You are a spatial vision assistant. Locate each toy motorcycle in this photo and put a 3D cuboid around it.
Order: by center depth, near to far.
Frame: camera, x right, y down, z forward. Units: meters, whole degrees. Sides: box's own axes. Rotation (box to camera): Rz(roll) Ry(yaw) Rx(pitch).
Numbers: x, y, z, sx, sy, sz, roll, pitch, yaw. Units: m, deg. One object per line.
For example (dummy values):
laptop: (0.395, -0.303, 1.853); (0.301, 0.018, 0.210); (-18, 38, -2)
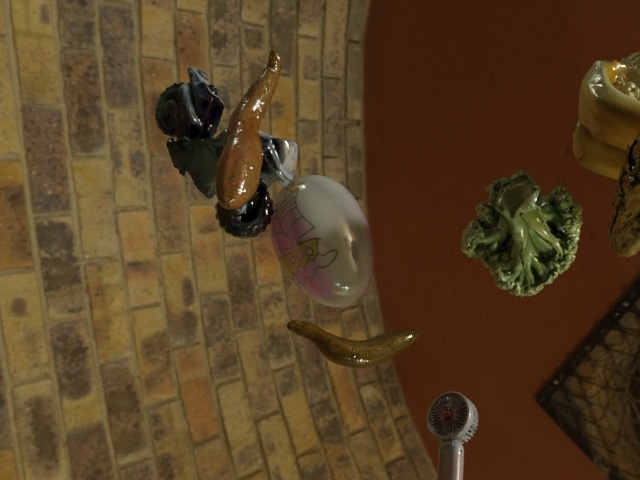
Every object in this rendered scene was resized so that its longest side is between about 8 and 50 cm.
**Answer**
toy motorcycle: (-0.130, -0.139, 0.699); (0.159, 0.106, 0.270); (-37, -105, 15)

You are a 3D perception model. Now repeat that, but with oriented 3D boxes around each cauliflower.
cauliflower: (0.457, -0.037, 1.168); (0.260, 0.281, 0.327); (-29, -137, 41)

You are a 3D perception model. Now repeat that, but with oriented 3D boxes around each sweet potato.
sweet potato: (-0.080, -0.125, 0.556); (0.050, 0.050, 0.214); (-29, -135, 52)
sweet potato: (0.083, 0.267, 1.240); (0.079, 0.346, 0.108); (107, -12, -55)

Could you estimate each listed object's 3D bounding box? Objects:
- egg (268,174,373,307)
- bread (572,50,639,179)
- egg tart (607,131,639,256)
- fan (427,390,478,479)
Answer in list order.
egg: (0.000, 0.000, 0.955); (0.196, 0.196, 0.271); (-45, -133, 48)
bread: (0.746, -0.271, 1.029); (0.245, 0.424, 0.329); (85, -4, -64)
egg tart: (0.493, -0.084, 0.704); (0.098, 0.252, 0.232); (18, -58, 13)
fan: (0.331, 0.504, 1.241); (0.130, 0.074, 0.244); (-27, -146, 39)
